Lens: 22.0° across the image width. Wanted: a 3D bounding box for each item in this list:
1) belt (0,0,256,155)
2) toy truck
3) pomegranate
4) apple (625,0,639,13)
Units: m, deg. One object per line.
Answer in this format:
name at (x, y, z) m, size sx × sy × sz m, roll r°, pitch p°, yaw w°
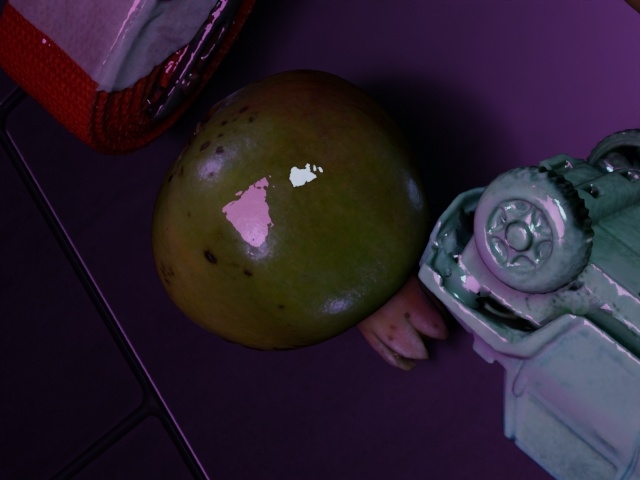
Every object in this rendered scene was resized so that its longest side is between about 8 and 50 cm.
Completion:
belt at (-0.114, -0.153, 1.075) m, size 0.124 × 0.128 × 0.201 m, roll 42°, pitch 114°, yaw 21°
toy truck at (0.188, 0.064, 0.896) m, size 0.279 × 0.155 × 0.156 m, roll 40°, pitch 123°, yaw 22°
pomegranate at (0.000, 0.000, 1.010) m, size 0.180 × 0.180 × 0.209 m, roll -35°, pitch 106°, yaw 30°
apple at (0.236, -0.196, 0.784) m, size 0.279 × 0.279 × 0.279 m, roll 4°, pitch 98°, yaw 32°
